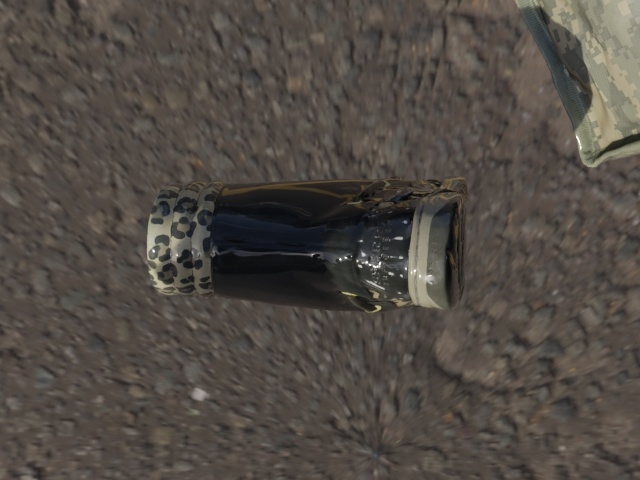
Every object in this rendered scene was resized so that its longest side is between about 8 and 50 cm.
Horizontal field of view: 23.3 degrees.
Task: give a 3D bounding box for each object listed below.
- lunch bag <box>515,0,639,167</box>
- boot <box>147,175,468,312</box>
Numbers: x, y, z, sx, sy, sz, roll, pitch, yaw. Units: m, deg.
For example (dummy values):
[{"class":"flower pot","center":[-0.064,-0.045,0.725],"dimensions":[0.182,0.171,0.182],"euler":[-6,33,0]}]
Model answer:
[{"class":"lunch bag","center":[0.288,-0.167,0.881],"dimensions":[0.235,0.287,0.169],"euler":[-24,90,-24]},{"class":"boot","center":[0.000,-0.002,0.949],"dimensions":[0.179,0.236,0.085],"euler":[3,92,6]}]
